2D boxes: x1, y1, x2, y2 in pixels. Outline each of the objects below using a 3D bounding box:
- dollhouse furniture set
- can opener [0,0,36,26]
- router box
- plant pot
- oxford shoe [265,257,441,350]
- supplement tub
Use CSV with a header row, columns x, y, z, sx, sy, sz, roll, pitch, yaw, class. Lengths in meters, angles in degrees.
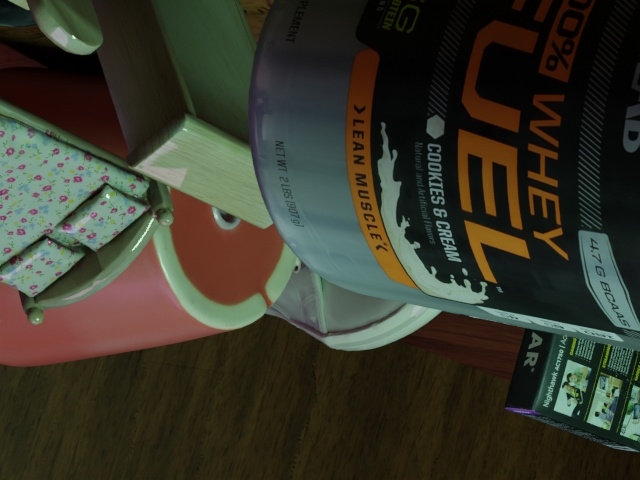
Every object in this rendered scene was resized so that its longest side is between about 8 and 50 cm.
x,y,z,sx,sy,sz,roll,pitch,yaw,class
-0.201,-0.019,1.112,0.355,0.173,0.303,-37,143,22,dollhouse furniture set
-0.214,-0.177,1.195,0.186,0.059,0.073,19,-161,41,can opener
0.243,0.079,1.586,0.133,0.178,0.046,22,169,-30,router box
-0.167,-0.024,1.555,0.243,0.274,0.275,-1,163,37,plant pot
0.000,0.000,1.697,0.130,0.169,0.449,42,163,-23,oxford shoe
0.138,-0.049,0.803,0.316,0.193,0.194,9,169,42,supplement tub
